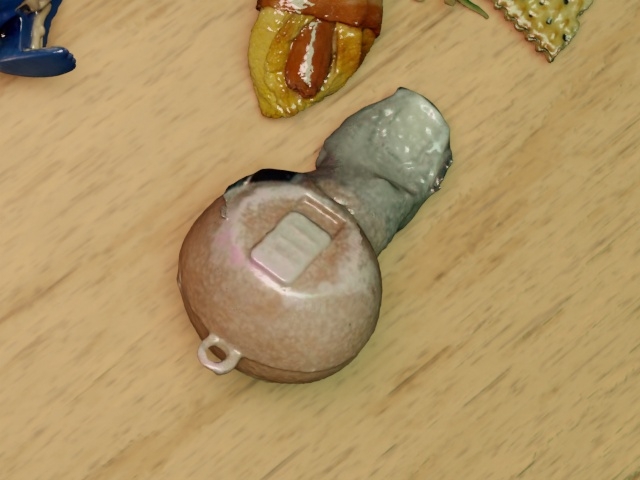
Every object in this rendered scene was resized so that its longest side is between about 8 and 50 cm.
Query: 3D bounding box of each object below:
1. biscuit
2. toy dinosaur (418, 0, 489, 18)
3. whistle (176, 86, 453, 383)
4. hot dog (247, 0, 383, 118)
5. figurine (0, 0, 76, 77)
[{"bbox_3d":[0.191,-0.288,1.367,0.203,0.016,0.144,43,76,-8],"label":"biscuit"},{"bbox_3d":[0.114,-0.248,1.349,0.119,0.029,0.060,27,66,-14],"label":"toy dinosaur"},{"bbox_3d":[0.000,0.000,1.266,0.189,0.189,0.348,47,57,-8],"label":"whistle"},{"bbox_3d":[0.006,-0.236,1.285,0.123,0.093,0.262,8,87,-13],"label":"hot dog"},{"bbox_3d":[-0.261,-0.264,1.213,0.164,0.120,0.262,40,56,-44],"label":"figurine"}]
